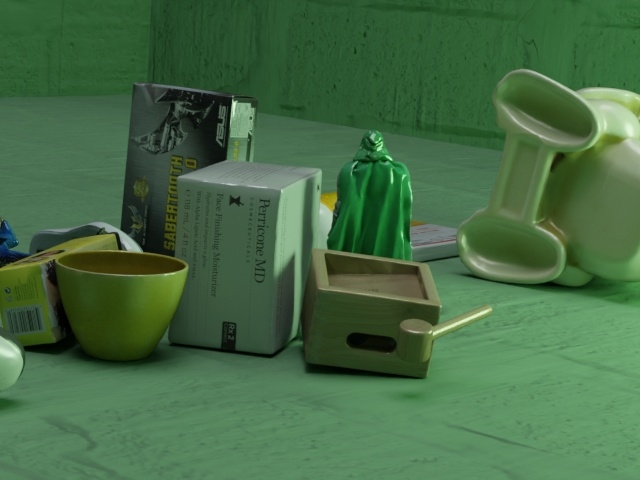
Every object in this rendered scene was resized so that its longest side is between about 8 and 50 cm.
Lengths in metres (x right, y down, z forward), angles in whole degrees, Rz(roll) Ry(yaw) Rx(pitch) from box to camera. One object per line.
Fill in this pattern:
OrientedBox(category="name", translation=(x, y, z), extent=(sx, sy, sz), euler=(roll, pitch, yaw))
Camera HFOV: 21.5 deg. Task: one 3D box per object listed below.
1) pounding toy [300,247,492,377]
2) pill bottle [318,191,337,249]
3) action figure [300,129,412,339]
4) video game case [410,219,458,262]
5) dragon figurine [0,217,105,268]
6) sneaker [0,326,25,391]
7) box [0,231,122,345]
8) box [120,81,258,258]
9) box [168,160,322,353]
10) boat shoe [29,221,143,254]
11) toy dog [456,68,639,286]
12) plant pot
OrientedBox(category="pounding toy", translation=(0.077, 0.095, 1.705), extent=(0.181, 0.094, 0.206), euler=(8, 18, -6))
OrientedBox(category="pill bottle", translation=(0.000, 0.000, 2.127), extent=(0.118, 0.117, 0.208), euler=(10, 12, 32))
OrientedBox(category="action figure", translation=(0.052, -0.005, 1.831), extent=(0.137, 0.232, 0.063), euler=(3, 9, -13))
OrientedBox(category="video game case", translation=(0.085, -0.011, 2.503), extent=(0.285, 0.025, 0.204), euler=(12, 13, 39))
OrientedBox(category="dragon figurine", translation=(-0.395, 0.026, 1.905), extent=(0.289, 0.085, 0.144), euler=(3, 10, -2))
OrientedBox(category="sneaker", translation=(-0.359, 0.121, 1.395), extent=(0.270, 0.090, 0.145), euler=(16, 25, -34))
OrientedBox(category="box", translation=(-0.271, 0.050, 1.798), extent=(0.058, 0.087, 0.232), euler=(-8, 7, 14))
OrientedBox(category="box", translation=(-0.176, -0.087, 2.227), extent=(0.183, 0.231, 0.056), euler=(12, 9, 37))
OrientedBox(category="box", translation=(-0.078, 0.014, 1.819), extent=(0.119, 0.181, 0.182), euler=(6, 10, 13))
OrientedBox(category="boat shoe", translation=(-0.264, 0.014, 2.030), extent=(0.076, 0.083, 0.226), euler=(-2, 9, -40))
OrientedBox(category="toy dog", translation=(0.443, -0.083, 2.341), extent=(0.395, 0.284, 0.408), euler=(11, 10, 32))
OrientedBox(category="plant pot", translation=(-0.203, 0.068, 1.704), extent=(0.134, 0.095, 0.134), euler=(4, 10, -1))
